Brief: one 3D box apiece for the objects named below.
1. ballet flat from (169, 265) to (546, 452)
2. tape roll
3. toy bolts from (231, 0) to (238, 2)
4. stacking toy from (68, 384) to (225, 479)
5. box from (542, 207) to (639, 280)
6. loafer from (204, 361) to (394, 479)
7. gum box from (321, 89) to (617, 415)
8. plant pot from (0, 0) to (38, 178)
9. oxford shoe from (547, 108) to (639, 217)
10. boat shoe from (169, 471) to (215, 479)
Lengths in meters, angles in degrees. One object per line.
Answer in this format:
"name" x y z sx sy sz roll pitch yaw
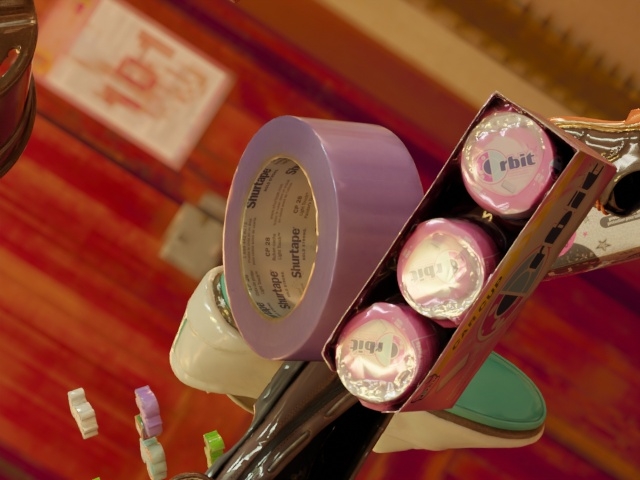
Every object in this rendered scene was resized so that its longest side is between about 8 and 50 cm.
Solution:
"ballet flat" 0.030 0.131 1.814 0.139 0.400 0.139 -35 45 44
"tape roll" 0.000 0.000 1.481 0.189 0.080 0.189 -14 73 60
"toy bolts" -0.088 -0.304 1.511 0.228 0.158 0.218 -59 -11 -21
"stacking toy" -0.191 0.225 2.182 0.221 0.167 0.052 88 157 -45
"box" 0.359 -0.041 2.642 0.247 0.163 0.142 -15 -8 11
"loafer" -0.034 0.213 1.548 0.095 0.109 0.302 11 61 39
"gum box" 0.083 0.014 1.095 0.188 0.062 0.107 -57 -18 9
"plant pot" -0.267 -0.124 1.319 0.167 0.167 0.165 -60 8 -20
"oxford shoe" 0.295 -0.076 2.090 0.271 0.097 0.098 -11 54 33
"boat shoe" -0.076 0.271 1.444 0.073 0.207 0.073 -18 -15 0
